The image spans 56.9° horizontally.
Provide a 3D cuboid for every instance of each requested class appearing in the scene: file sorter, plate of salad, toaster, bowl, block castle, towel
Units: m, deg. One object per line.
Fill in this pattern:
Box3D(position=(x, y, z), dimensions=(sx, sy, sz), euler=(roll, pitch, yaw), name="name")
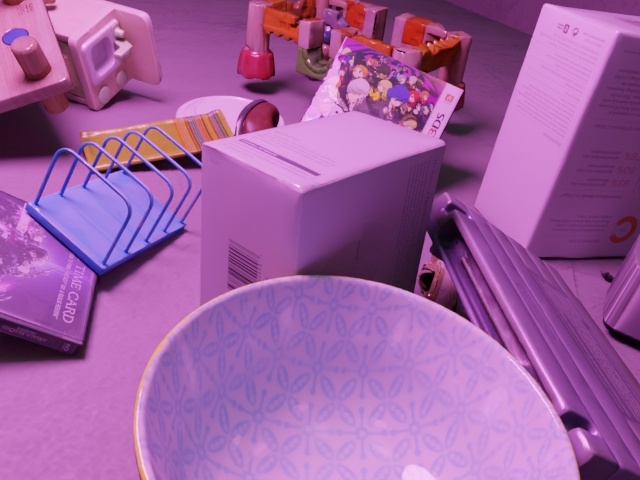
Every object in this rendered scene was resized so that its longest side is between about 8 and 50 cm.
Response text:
Box3D(position=(-0.236, -0.061, 0.717), dimensions=(0.118, 0.104, 0.170), euler=(40, 29, 4), name="file sorter")
Box3D(position=(-0.166, -0.216, 1.092), dimensions=(0.199, 0.048, 0.200), euler=(7, 36, -5), name="plate of salad")
Box3D(position=(0.473, 0.075, 0.785), dimensions=(0.185, 0.110, 0.168), euler=(26, 33, 22), name="toaster")
Box3D(position=(0.014, 0.171, 0.430), dimensions=(0.289, 0.156, 0.289), euler=(9, 33, -6), name="bowl")
Box3D(position=(0.071, -0.378, 1.287), dimensions=(0.453, 0.213, 0.303), euler=(28, 39, 28), name="block castle")
Box3D(position=(-0.261, -0.166, 0.962), dimensions=(0.237, 0.021, 0.102), euler=(-15, 46, -21), name="towel")

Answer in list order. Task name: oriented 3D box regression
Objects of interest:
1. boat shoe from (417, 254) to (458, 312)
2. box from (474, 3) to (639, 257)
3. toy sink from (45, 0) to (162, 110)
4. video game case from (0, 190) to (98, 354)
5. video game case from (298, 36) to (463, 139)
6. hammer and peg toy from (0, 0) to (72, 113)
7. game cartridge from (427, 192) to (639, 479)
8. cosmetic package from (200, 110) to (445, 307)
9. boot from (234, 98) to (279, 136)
Box3D(position=(0.151, 0.050, 0.773), dimensions=(0.045, 0.050, 0.135), euler=(17, 31, -2), name="boat shoe")
Box3D(position=(0.416, -0.159, 0.913), dimensions=(0.214, 0.345, 0.168), euler=(0, 33, -19), name="box")
Box3D(position=(-0.434, -0.345, 1.084), dimensions=(0.234, 0.153, 0.131), euler=(19, 53, 11), name="toy sink")
Box3D(position=(-0.362, -0.002, 0.596), dimensions=(0.274, 0.026, 0.196), euler=(29, 23, -27), name="video game case")
Box3D(position=(0.099, -0.215, 1.028), dimensions=(0.232, 0.210, 0.042), euler=(27, -8, 7), name="video game case")
Box3D(position=(-0.537, -0.318, 0.899), dimensions=(0.265, 0.127, 0.361), euler=(-22, 61, -11), name="hammer and peg toy")
Box3D(position=(0.236, 0.111, 0.602), dimensions=(0.230, 0.068, 0.355), euler=(34, 24, -28), name="game cartridge")
Box3D(position=(0.000, 0.000, 0.627), dimensions=(0.138, 0.224, 0.224), euler=(28, 34, 35), name="cosmetic package")
Box3D(position=(-0.005, -0.107, 0.906), dimensions=(0.280, 0.096, 0.264), euler=(13, 39, 1), name="boot")
